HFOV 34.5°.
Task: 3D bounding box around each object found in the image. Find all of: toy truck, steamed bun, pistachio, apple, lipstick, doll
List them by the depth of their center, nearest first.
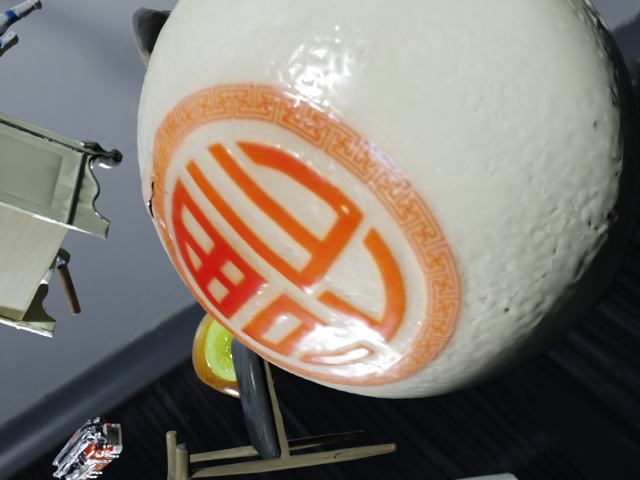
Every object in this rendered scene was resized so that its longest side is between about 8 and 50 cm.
[{"bbox_3d":[0.019,-0.029,0.549,0.177,0.282,0.283,-46,144,-42],"label":"steamed bun"},{"bbox_3d":[-0.156,0.141,0.693,0.032,0.024,0.083,9,148,-30],"label":"toy truck"},{"bbox_3d":[-0.520,-0.293,1.532,0.227,0.114,0.057,-59,171,-29],"label":"doll"},{"bbox_3d":[-0.135,0.175,1.690,0.146,0.163,0.147,19,93,-4],"label":"apple"},{"bbox_3d":[-0.428,0.084,1.755,0.019,0.019,0.094,-24,122,-23],"label":"lipstick"},{"bbox_3d":[-0.268,-0.352,1.888,0.137,0.238,0.153,6,132,-41],"label":"pistachio"}]

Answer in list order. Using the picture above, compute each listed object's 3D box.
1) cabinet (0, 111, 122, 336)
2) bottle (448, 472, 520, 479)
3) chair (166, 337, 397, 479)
[{"bbox_3d":[-0.531,-0.044,1.694,0.317,0.228,0.290,20,127,-21],"label":"cabinet"},{"bbox_3d":[0.122,0.460,1.469,0.351,0.229,0.229,-8,128,-2],"label":"bottle"},{"bbox_3d":[-0.068,0.199,1.259,0.272,0.188,0.166,-12,88,-13],"label":"chair"}]
